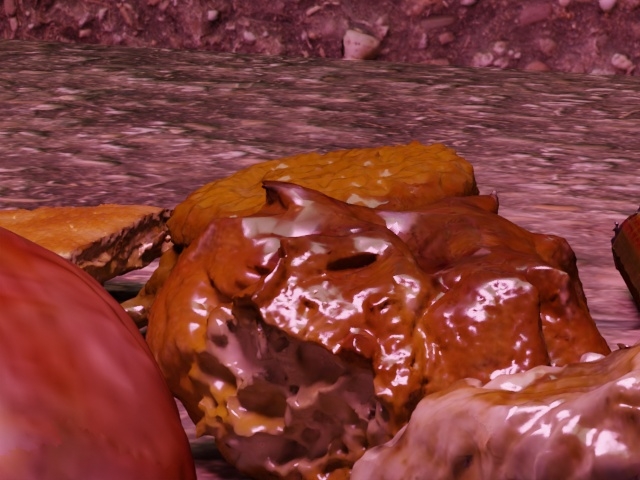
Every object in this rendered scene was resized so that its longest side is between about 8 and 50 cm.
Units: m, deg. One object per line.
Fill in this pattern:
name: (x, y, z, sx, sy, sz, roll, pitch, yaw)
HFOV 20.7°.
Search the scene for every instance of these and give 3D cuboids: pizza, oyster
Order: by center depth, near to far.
oyster: (0.175, 0.117, 0.720, 0.341, 0.166, 0.110, 13, 13, 11)
pizza: (-0.249, 0.037, 1.264, 0.280, 0.075, 0.287, -4, 14, 4)

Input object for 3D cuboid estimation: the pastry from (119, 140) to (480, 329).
pastry: (0.000, 0.000, 1.265, 0.235, 0.132, 0.240, 7, 13, 27)

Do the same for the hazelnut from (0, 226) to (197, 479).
hazelnut: (-0.161, 0.090, 0.598, 0.261, 0.241, 0.261, -6, 8, 1)

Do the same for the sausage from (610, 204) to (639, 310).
sausage: (0.256, 0.046, 1.177, 0.082, 0.082, 0.371, 0, 13, 3)

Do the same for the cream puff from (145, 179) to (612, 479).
cream puff: (0.035, 0.059, 0.965, 0.269, 0.155, 0.241, 7, 18, 3)
